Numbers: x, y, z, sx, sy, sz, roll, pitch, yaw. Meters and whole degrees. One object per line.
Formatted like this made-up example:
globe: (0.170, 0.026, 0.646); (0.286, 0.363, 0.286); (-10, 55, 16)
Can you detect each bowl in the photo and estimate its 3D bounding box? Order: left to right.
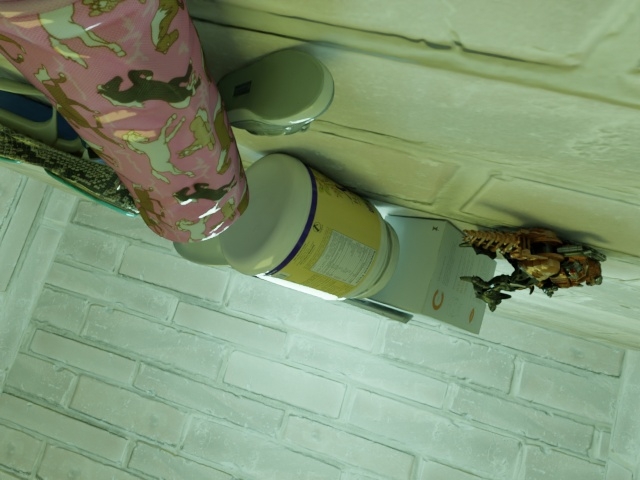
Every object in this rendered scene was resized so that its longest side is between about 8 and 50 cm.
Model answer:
bowl: (-0.715, -0.273, 1.042); (0.392, 0.077, 0.391); (16, 172, 2)
bowl: (-0.241, -0.072, 1.054); (0.299, 0.133, 0.297); (0, -147, 0)

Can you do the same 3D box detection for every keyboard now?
keyboard: (0.090, 0.147, 0.966); (0.256, 0.014, 0.072); (16, -175, 25)

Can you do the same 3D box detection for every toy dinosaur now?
toy dinosaur: (0.401, 0.027, 0.793); (0.322, 0.164, 0.218); (38, 150, -16)

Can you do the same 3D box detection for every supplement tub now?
supplement tub: (-0.011, -0.009, 0.851); (0.332, 0.240, 0.241); (23, 169, -42)

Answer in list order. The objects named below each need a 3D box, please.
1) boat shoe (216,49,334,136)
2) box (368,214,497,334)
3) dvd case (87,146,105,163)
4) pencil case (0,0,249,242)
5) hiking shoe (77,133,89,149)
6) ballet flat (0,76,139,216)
boat shoe: (-0.050, -0.166, 0.490); (0.081, 0.079, 0.228); (15, -179, -42)
box: (0.293, 0.096, 1.045); (0.169, 0.214, 0.346); (10, 169, 43)
dvd case: (-0.280, -0.157, 0.727); (0.181, 0.022, 0.253); (-12, -171, -12)
pencil case: (-0.186, -0.134, 0.423); (0.167, 0.159, 0.386); (-21, 159, -9)
hiking shoe: (-0.383, -0.227, 0.690); (0.132, 0.113, 0.304); (44, 158, -25)
ballet flat: (-0.560, -0.205, 0.830); (0.483, 0.181, 0.164); (25, -171, -39)
